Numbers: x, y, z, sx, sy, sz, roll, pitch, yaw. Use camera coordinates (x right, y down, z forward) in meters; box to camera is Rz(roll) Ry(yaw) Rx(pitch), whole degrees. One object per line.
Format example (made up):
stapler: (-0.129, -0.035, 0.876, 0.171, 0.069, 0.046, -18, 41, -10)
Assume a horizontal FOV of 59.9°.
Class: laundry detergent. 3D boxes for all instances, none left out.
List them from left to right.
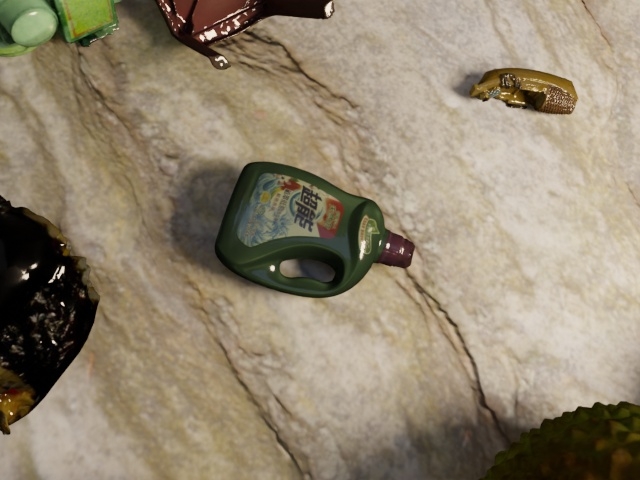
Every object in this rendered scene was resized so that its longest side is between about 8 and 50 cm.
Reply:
laundry detergent: (0.000, 0.000, 0.640, 0.221, 0.078, 0.144, 20, 73, -3)

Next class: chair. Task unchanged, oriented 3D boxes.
chair: (-0.155, -0.354, 0.709, 0.175, 0.183, 0.326, -31, 35, -14)

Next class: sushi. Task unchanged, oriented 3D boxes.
sushi: (-0.340, 0.073, 0.521, 0.200, 0.213, 0.204, 20, 55, 23)

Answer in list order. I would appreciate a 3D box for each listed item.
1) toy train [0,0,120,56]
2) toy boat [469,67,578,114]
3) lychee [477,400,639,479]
toy train: (-0.375, -0.350, 0.658, 0.188, 0.159, 0.272, -34, 80, -22)
toy boat: (0.276, -0.201, 0.751, 0.149, 0.047, 0.049, 6, 73, -6)
lychee: (0.264, 0.284, 0.487, 0.320, 0.270, 0.270, -14, 75, -15)
